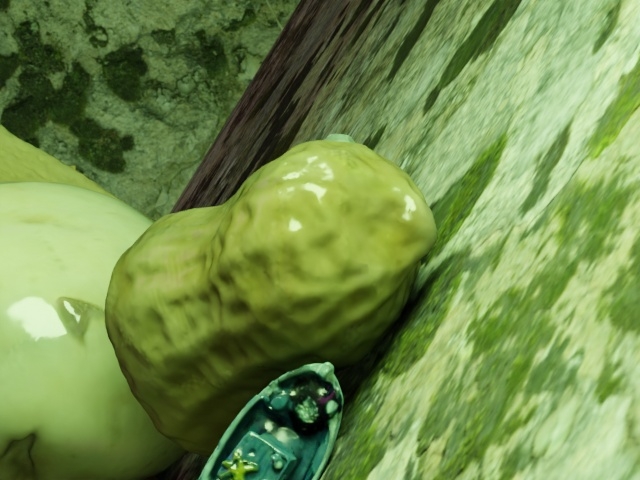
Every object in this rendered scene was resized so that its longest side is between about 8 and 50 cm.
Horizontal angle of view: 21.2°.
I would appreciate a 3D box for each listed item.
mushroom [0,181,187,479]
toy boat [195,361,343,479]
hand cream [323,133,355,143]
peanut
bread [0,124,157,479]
[{"bbox_3d":[-0.221,0.130,1.307,0.314,0.314,0.336,-84,-4,-72],"label":"mushroom"},{"bbox_3d":[-0.032,0.128,0.968,0.137,0.060,0.061,-53,-12,-6],"label":"toy boat"},{"bbox_3d":[0.000,0.000,1.293,0.079,0.048,0.255,-55,11,29],"label":"hand cream"},{"bbox_3d":[-0.046,0.038,1.066,0.291,0.159,0.143,134,141,-54],"label":"peanut"},{"bbox_3d":[-0.324,0.123,1.614,0.371,0.390,0.279,-53,5,22],"label":"bread"}]
